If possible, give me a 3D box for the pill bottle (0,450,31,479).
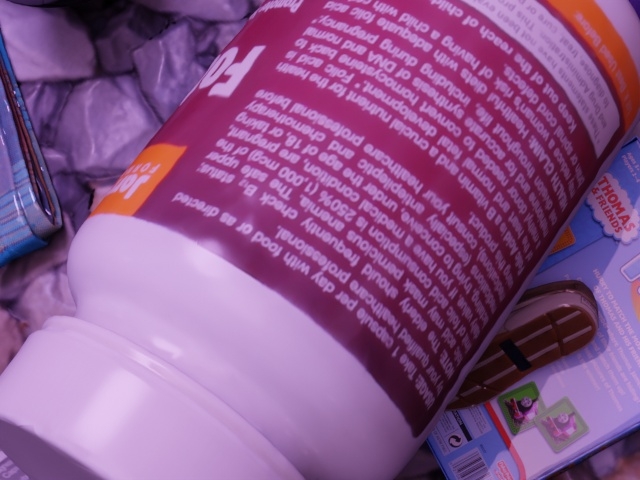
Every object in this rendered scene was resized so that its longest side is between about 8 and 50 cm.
[{"bbox_3d":[-0.220,0.203,1.063,0.283,0.161,0.161,21,85,17],"label":"pill bottle"}]

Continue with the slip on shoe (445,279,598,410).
[{"bbox_3d":[0.107,0.062,1.032,0.135,0.041,0.051,-29,115,21],"label":"slip on shoe"}]

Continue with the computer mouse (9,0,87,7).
[{"bbox_3d":[-0.100,-0.230,1.157,0.184,0.060,0.262,25,65,21],"label":"computer mouse"}]

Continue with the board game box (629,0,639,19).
[{"bbox_3d":[0.101,-0.242,0.972,0.233,0.347,0.078,29,65,17],"label":"board game box"}]

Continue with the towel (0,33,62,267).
[{"bbox_3d":[-0.386,-0.051,1.220,0.370,0.040,0.271,-23,74,9],"label":"towel"}]

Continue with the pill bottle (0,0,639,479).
[{"bbox_3d":[0.000,0.000,0.955,0.224,0.224,0.392,30,69,18],"label":"pill bottle"}]

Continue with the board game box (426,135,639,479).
[{"bbox_3d":[0.149,0.056,1.062,0.211,0.039,0.160,-30,73,8],"label":"board game box"}]
